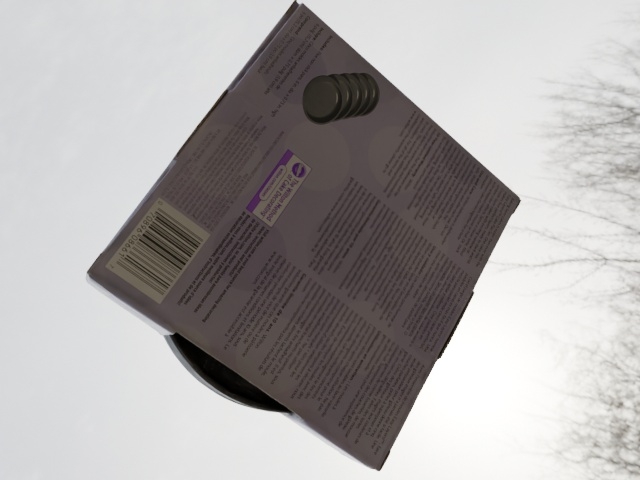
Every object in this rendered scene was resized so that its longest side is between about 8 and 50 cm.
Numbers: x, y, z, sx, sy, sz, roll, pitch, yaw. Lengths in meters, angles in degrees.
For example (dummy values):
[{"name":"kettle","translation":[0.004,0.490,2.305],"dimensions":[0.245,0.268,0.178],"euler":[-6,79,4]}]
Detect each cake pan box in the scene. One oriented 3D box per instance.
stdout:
[{"name":"cake pan box","translation":[0.000,0.000,0.464],"dimensions":[0.245,0.070,0.267],"euler":[36,-109,-12]}]
